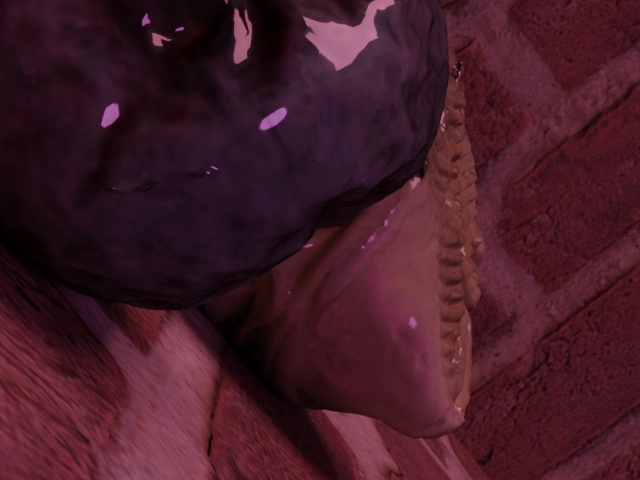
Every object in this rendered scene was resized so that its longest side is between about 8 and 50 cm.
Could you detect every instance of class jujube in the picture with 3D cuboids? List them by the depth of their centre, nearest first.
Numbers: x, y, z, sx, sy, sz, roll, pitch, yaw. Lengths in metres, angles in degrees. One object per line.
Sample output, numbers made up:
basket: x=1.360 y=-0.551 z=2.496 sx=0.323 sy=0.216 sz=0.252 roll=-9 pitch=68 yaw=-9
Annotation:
jujube: x=-0.059 y=-0.090 z=0.884 sx=0.215 sy=0.246 sz=0.308 roll=58 pitch=-2 yaw=1

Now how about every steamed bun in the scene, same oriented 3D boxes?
steamed bun: x=0.000 y=0.000 z=1.265 sx=0.268 sy=0.207 sz=0.280 roll=-71 pitch=154 yaw=-54
